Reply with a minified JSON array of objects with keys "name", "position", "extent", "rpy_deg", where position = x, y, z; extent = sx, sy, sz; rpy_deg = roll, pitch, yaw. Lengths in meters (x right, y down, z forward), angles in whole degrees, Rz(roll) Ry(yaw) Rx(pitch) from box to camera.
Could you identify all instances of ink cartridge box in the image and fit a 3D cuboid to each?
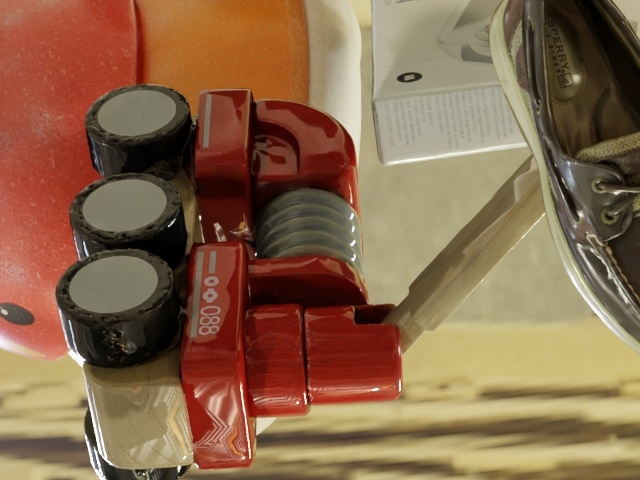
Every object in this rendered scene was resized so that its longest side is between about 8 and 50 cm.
[{"name":"ink cartridge box","position":[0.140,-0.116,1.104],"extent":[0.224,0.045,0.223],"rpy_deg":[-6,-154,3]}]

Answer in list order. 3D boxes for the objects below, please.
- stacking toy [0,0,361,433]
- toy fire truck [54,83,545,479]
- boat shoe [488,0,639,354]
[{"name":"stacking toy","position":[-0.236,-0.059,1.269],"extent":[0.480,0.350,0.350],"rpy_deg":[8,157,-16]},{"name":"toy fire truck","position":[0.000,0.000,0.975],"extent":[0.246,0.217,0.158],"rpy_deg":[-3,129,3]},{"name":"boat shoe","position":[0.101,-0.026,0.660],"extent":[0.056,0.152,0.049],"rpy_deg":[-26,168,-6]}]
